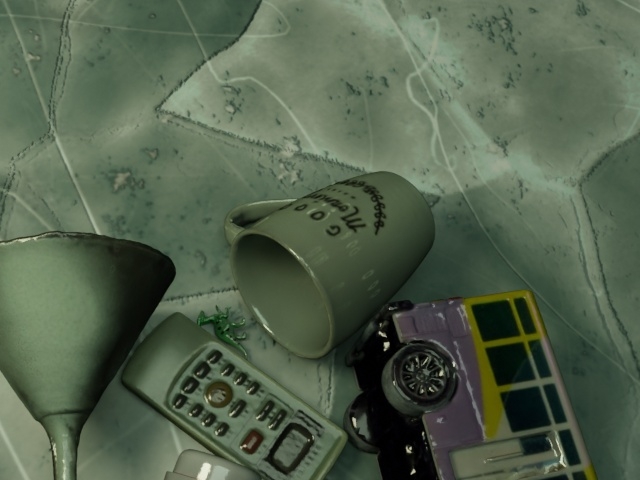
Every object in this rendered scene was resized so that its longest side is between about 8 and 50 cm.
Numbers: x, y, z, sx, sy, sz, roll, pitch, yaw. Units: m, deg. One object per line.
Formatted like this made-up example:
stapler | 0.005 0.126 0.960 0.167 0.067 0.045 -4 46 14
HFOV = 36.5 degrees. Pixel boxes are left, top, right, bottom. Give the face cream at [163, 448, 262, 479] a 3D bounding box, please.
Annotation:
face cream | -0.129 0.304 1.121 0.117 0.117 0.104 20 71 -4

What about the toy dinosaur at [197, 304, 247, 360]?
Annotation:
toy dinosaur | -0.128 0.120 1.263 0.062 0.021 0.083 -5 62 -8

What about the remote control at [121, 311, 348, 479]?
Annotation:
remote control | -0.108 0.210 1.214 0.285 0.038 0.123 37 63 5

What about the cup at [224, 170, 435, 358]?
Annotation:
cup | 0.000 0.000 1.284 0.258 0.186 0.234 29 48 32

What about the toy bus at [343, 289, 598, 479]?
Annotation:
toy bus | 0.199 0.298 1.155 0.249 0.209 0.440 -6 65 -18

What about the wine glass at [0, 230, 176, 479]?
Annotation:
wine glass | -0.279 0.224 1.059 0.267 0.267 0.406 -2 71 -15
